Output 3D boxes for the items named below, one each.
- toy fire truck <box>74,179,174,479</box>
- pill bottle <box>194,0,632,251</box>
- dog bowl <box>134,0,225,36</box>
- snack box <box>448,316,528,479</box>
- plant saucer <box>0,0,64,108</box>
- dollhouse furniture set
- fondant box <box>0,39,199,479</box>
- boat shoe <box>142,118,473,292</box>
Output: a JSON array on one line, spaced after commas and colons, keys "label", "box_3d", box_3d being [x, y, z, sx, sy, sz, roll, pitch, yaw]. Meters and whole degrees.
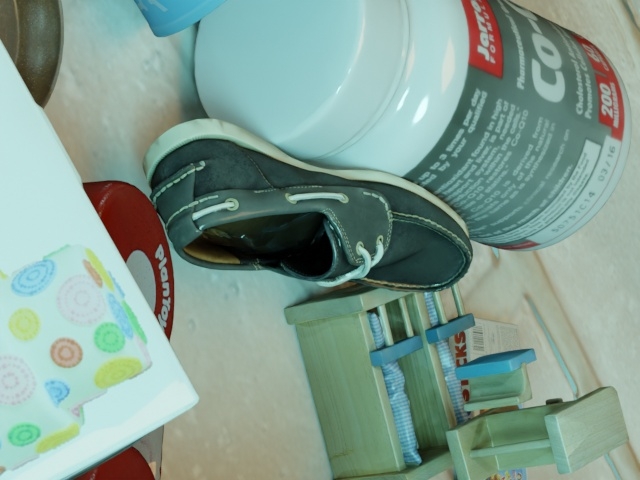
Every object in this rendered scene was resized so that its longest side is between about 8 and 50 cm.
[{"label": "toy fire truck", "box_3d": [-0.139, 0.113, 1.006, 0.254, 0.169, 0.302, 42, 46, -64]}, {"label": "pill bottle", "box_3d": [0.064, -0.096, 1.290, 0.283, 0.161, 0.161, 17, 68, -48]}, {"label": "dog bowl", "box_3d": [-0.040, -0.250, 1.214, 0.074, 0.166, 0.297, 45, 48, -19]}, {"label": "snack box", "box_3d": [0.121, 0.146, 1.409, 0.064, 0.022, 0.178, 12, 71, -50]}, {"label": "plant saucer", "box_3d": [-0.209, -0.128, 1.070, 0.168, 0.029, 0.168, 18, 66, -48]}, {"label": "dollhouse furniture set", "box_3d": [0.100, 0.079, 1.270, 0.129, 0.183, 0.129, -18, 95, -51]}, {"label": "fondant box", "box_3d": [-0.250, 0.041, 0.773, 0.330, 0.096, 0.238, -27, 84, -24]}, {"label": "boat shoe", "box_3d": [0.000, 0.000, 1.183, 0.233, 0.084, 0.079, 16, 37, -37]}]
